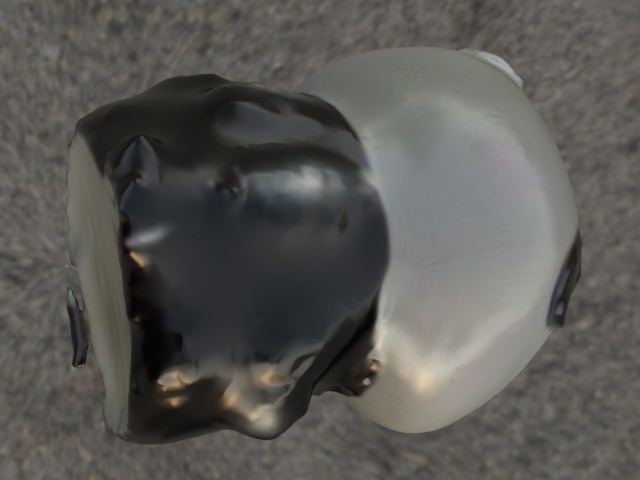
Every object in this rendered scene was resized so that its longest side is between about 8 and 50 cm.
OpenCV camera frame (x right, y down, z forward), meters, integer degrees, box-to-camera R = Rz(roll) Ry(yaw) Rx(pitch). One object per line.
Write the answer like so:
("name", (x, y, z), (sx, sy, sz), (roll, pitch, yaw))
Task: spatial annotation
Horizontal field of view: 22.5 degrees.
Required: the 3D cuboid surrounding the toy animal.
("toy animal", (-0.001, 0.005, 0.855), (0.266, 0.212, 0.213), (-5, 90, -23))
